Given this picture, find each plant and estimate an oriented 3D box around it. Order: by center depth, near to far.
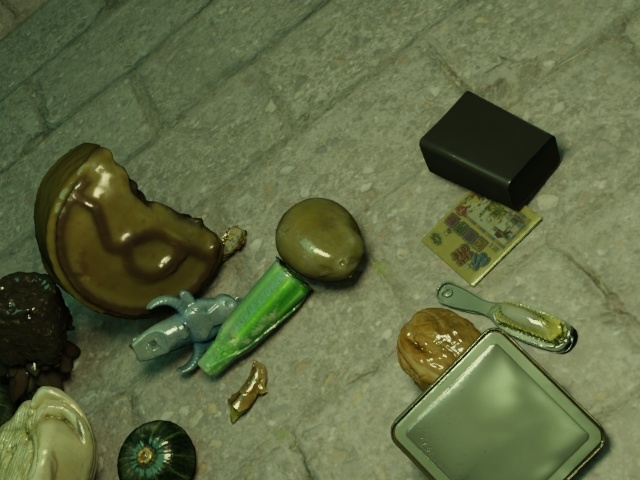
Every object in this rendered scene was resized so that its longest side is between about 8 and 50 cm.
[{"bbox_3d":[-0.673,0.239,1.996,0.182,0.320,0.194,0,38,2],"label":"plant"}]

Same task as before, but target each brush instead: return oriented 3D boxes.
[{"bbox_3d":[0.332,0.131,1.583,0.297,0.060,0.068,20,77,38],"label":"brush"}]

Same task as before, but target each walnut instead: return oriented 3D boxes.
[{"bbox_3d":[0.219,0.203,1.554,0.155,0.155,0.184,-49,47,-2],"label":"walnut"}]

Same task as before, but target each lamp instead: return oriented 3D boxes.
[{"bbox_3d":[0.293,0.324,1.423,0.269,0.047,0.266,-45,79,2],"label":"lamp"}]

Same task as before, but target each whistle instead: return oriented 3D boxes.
[{"bbox_3d":[-0.290,0.189,1.880,0.269,0.180,0.093,-28,16,-16],"label":"whistle"}]

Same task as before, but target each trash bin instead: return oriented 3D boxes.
[{"bbox_3d":[0.343,-0.180,1.717,0.165,0.115,0.225,-46,50,-12],"label":"trash bin"}]

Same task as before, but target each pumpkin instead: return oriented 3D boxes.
[{"bbox_3d":[-0.337,0.457,1.765,0.167,0.125,0.167,-14,59,25],"label":"pumpkin"},{"bbox_3d":[-0.843,0.419,2.091,0.212,0.152,0.211,-9,47,10],"label":"pumpkin"}]

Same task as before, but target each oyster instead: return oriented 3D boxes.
[{"bbox_3d":[-0.227,0.019,2.022,0.132,0.029,0.086,-30,44,18],"label":"oyster"}]

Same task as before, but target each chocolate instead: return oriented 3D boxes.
[{"bbox_3d":[-0.151,0.176,1.838,0.291,0.110,0.110,-47,49,3],"label":"chocolate"}]

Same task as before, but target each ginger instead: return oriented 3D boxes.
[{"bbox_3d":[-0.155,0.322,1.788,0.137,0.044,0.057,-54,31,-8],"label":"ginger"}]

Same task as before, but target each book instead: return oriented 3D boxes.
[{"bbox_3d":[0.322,-0.021,1.713,0.192,0.013,0.168,-46,50,2],"label":"book"}]

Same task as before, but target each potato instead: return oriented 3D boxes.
[{"bbox_3d":[0.000,0.000,1.802,0.178,0.160,0.235,-41,46,-6],"label":"potato"}]

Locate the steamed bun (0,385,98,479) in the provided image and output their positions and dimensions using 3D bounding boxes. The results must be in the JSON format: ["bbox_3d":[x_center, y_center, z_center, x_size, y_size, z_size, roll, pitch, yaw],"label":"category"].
[{"bbox_3d":[-0.574,0.487,1.841,0.280,0.207,0.268,-41,42,30],"label":"steamed bun"}]

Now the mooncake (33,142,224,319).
[{"bbox_3d":[-0.428,-0.024,1.917,0.246,0.394,0.393,18,111,62],"label":"mooncake"}]
